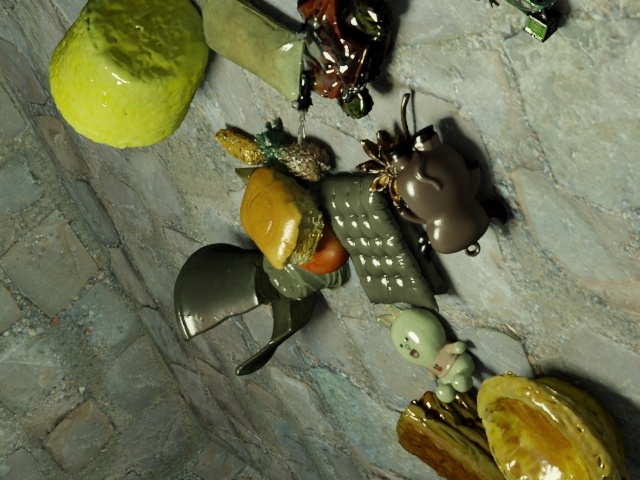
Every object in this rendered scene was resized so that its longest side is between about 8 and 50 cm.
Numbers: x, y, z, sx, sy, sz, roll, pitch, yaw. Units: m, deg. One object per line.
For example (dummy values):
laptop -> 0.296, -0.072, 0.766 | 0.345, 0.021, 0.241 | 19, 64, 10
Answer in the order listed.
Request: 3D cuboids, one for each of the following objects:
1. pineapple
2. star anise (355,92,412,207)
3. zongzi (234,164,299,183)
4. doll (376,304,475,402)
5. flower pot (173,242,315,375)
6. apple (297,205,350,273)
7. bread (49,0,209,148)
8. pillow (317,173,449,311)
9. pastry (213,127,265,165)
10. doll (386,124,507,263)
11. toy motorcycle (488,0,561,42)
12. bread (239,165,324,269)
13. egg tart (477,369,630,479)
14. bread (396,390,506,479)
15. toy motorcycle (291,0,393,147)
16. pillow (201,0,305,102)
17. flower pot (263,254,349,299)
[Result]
pineapple -> -0.058, -0.198, 2.079 | 0.221, 0.083, 0.103 | 27, 134, 40
star anise -> 0.164, -0.159, 1.790 | 0.177, 0.073, 0.234 | 47, 143, 1
zongzi -> -0.116, -0.112, 2.259 | 0.176, 0.078, 0.160 | -2, 123, 40
doll -> 0.252, 0.247, 2.135 | 0.275, 0.113, 0.155 | 47, 137, 21
flower pot -> -0.173, 0.152, 2.497 | 0.251, 0.379, 0.379 | -23, 105, 42
apple -> 0.000, 0.000, 2.168 | 0.163, 0.139, 0.164 | -17, 68, 50
bread -> -0.428, -0.415, 2.128 | 0.348, 0.348, 0.308 | 50, 143, 1
pillow -> 0.130, 0.003, 2.026 | 0.228, 0.101, 0.326 | 1, 126, 55
pastry -> -0.200, -0.232, 2.290 | 0.140, 0.056, 0.080 | 21, 152, 43
doll -> 0.223, -0.079, 1.711 | 0.257, 0.182, 0.117 | 55, -164, -19
toy motorcycle -> 0.276, -0.372, 1.355 | 0.173, 0.058, 0.100 | 39, 157, 19
bread -> -0.092, -0.053, 2.085 | 0.245, 0.121, 0.174 | 49, 119, 43
egg tart -> 0.490, 0.414, 1.902 | 0.388, 0.169, 0.388 | 40, 151, 28
bread -> 0.348, 0.480, 2.202 | 0.324, 0.167, 0.277 | 34, 159, 13
toy motorcycle -> 0.023, -0.327, 1.729 | 0.207, 0.134, 0.401 | 41, 151, 21
pillow -> -0.146, -0.421, 1.941 | 0.302, 0.075, 0.185 | 37, 148, 25
flower pot -> -0.053, 0.058, 2.337 | 0.235, 0.140, 0.235 | 37, 152, 23
